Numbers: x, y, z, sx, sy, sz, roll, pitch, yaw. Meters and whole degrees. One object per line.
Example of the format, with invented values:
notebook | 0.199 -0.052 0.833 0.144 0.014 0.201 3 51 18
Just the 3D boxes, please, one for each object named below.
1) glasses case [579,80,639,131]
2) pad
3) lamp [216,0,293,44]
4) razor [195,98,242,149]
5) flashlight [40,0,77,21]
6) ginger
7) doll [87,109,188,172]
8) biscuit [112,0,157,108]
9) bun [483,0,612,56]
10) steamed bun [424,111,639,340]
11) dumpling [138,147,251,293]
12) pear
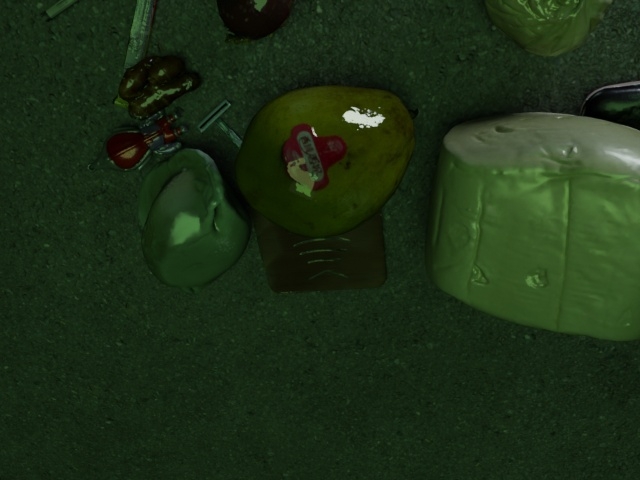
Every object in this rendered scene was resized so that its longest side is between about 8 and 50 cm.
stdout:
glasses case | 0.652 -0.241 1.054 0.315 0.075 0.122 -5 122 10
pad | 0.000 0.000 1.271 0.287 0.018 0.284 -5 122 7
lamp | -0.105 -0.431 0.991 0.157 0.156 0.135 -13 166 44
razor | -0.159 -0.190 1.186 0.084 0.036 0.211 -42 115 1
flashlight | -0.498 -0.448 1.076 0.083 0.018 0.018 -25 114 17
ginger | -0.326 -0.313 1.109 0.162 0.073 0.103 -27 130 5
doll | -0.387 -0.197 1.173 0.228 0.075 0.102 -27 99 8
biscuit | -0.354 -0.388 1.093 0.048 0.026 0.291 19 119 -10
bun | 0.396 -0.437 0.932 0.244 0.153 0.243 0 119 0
steamed bun | 0.440 -0.053 1.044 0.456 0.290 0.371 16 124 20
dumpling | -0.281 -0.029 1.182 0.270 0.211 0.320 42 105 -14
pear | 0.026 -0.160 1.057 0.375 0.287 0.287 -28 115 -6
